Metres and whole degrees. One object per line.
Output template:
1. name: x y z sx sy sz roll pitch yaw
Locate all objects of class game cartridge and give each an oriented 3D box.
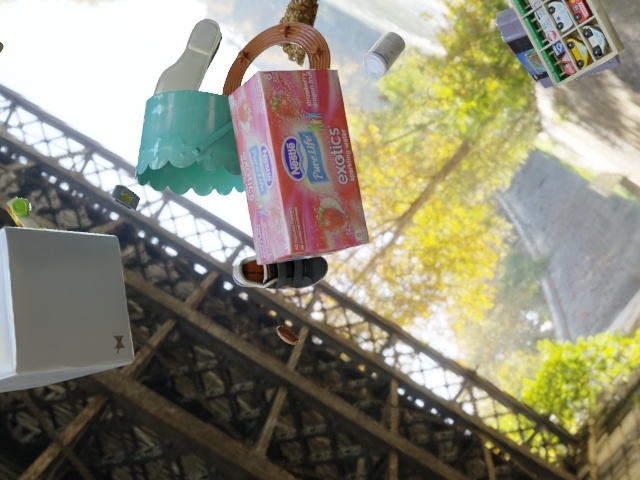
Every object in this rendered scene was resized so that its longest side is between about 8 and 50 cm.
1. game cartridge: -0.560 -0.125 2.133 0.083 0.017 0.056 33 -134 -28
2. game cartridge: 0.645 -0.538 2.007 0.355 0.230 0.068 28 -128 -48

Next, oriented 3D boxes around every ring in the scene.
1. ring: -0.125 -0.419 1.909 0.336 0.337 0.032 44 -172 36

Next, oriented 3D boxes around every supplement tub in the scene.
1. supplement tub: 0.163 -0.475 1.889 0.071 0.107 0.071 28 150 18

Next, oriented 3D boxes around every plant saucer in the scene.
1. plant saucer: -0.103 0.300 2.331 0.083 0.013 0.083 33 -165 -10

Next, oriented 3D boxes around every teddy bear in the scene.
1. teddy bear: -0.070 -0.666 2.238 0.113 0.338 0.245 14 153 -2

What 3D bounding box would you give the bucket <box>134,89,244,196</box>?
1. bucket: -0.284 -0.217 1.694 0.281 0.183 0.281 2 171 0

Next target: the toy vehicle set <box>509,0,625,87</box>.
1. toy vehicle set: 0.519 -0.485 1.598 0.035 0.166 0.267 -26 -92 -36

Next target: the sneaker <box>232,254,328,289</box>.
1. sneaker: -0.127 0.102 2.421 0.321 0.126 0.127 -6 173 -7

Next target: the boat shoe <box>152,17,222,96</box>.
1. boat shoe: -0.377 -0.484 2.136 0.116 0.319 0.099 26 170 1

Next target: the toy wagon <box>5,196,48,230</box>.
1. toy wagon: -0.882 0.017 2.370 0.344 0.068 0.267 52 162 11

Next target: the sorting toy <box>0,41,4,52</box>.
1. sorting toy: -0.798 -0.355 1.415 0.089 0.255 0.257 12 158 48

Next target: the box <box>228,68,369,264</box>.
1. box: -0.040 -0.121 1.236 0.154 0.300 0.142 -7 175 -27

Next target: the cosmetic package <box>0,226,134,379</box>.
1. cosmetic package: -0.717 0.182 1.787 0.329 0.393 0.328 7 -111 -56
